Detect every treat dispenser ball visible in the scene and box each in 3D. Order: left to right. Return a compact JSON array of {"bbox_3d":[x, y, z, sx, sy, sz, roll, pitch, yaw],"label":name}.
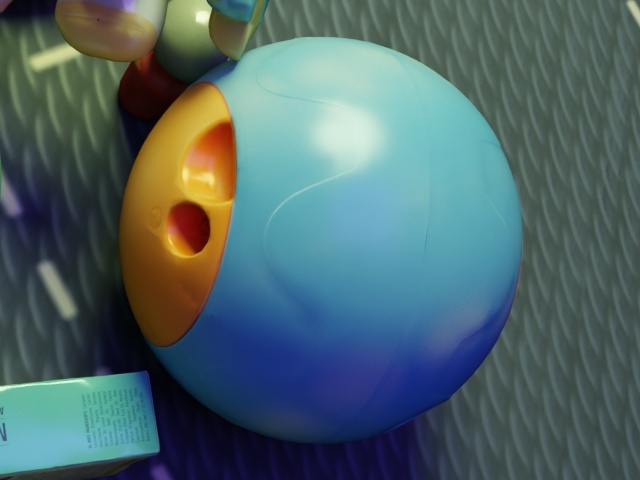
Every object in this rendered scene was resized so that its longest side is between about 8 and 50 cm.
[{"bbox_3d":[0.000,0.000,0.936,0.288,0.288,0.288,9,69,-26],"label":"treat dispenser ball"}]

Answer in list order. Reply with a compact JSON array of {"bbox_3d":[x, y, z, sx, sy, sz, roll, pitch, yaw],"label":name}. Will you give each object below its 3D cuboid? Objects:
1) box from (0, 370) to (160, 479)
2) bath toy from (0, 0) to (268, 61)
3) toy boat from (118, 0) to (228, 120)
[{"bbox_3d":[-0.240,0.136,0.872,0.244,0.100,0.060,-3,74,-30],"label":"box"},{"bbox_3d":[-0.206,-0.214,0.875,0.348,0.129,0.151,14,107,1],"label":"bath toy"},{"bbox_3d":[-0.167,-0.250,1.012,0.267,0.148,0.318,-26,87,-33],"label":"toy boat"}]
